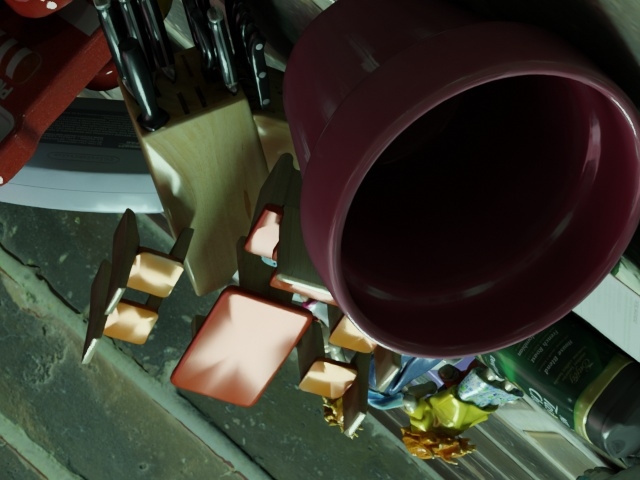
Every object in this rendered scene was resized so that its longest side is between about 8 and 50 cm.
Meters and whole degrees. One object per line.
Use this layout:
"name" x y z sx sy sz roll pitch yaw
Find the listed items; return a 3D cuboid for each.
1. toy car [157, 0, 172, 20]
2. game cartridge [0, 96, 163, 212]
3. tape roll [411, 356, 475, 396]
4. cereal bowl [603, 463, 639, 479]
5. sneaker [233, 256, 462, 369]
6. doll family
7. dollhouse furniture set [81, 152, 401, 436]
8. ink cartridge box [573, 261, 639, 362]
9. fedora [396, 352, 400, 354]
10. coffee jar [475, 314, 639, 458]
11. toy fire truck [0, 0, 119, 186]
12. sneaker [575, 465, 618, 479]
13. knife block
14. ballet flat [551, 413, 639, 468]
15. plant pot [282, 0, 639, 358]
"toy car" -0.234 -0.307 1.535 0.225 0.053 0.239 33 167 47
"game cartridge" -0.247 -0.095 1.880 0.297 0.062 0.198 4 -149 0
"tape roll" 0.123 0.115 1.980 0.189 0.080 0.189 41 172 7
"cereal bowl" 0.387 0.338 1.585 0.339 0.141 0.339 60 174 11
"sneaker" 0.000 0.000 1.820 0.366 0.135 0.150 25 164 25
"doll family" 0.088 0.136 1.681 0.263 0.163 0.118 28 -139 -24
"dollhouse furniture set" -0.049 0.061 1.481 0.262 0.135 0.259 17 136 -14
"ink cartridge box" 0.197 0.016 1.242 0.235 0.056 0.171 35 170 18
"fedora" 0.095 0.002 1.417 0.079 0.194 0.194 3 159 14
"coffee jar" 0.219 0.115 1.558 0.184 0.079 0.096 36 170 30
"toy fire truck" -0.344 -0.211 1.823 0.302 0.254 0.169 34 169 39
"sneaker" 0.400 0.385 2.028 0.283 0.110 0.122 45 167 -24
"knife block" -0.126 -0.096 1.491 0.242 0.275 0.088 16 -146 -36
"ballet flat" 0.286 0.201 1.789 0.173 0.049 0.057 33 167 43
"plant pot" 0.067 -0.058 1.046 0.201 0.201 0.180 48 -175 -39
